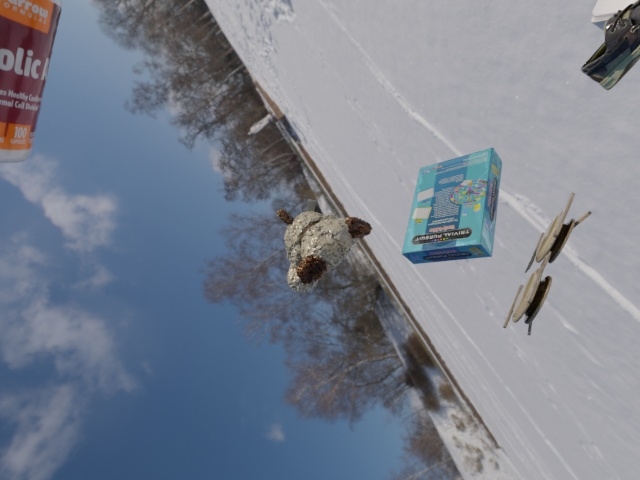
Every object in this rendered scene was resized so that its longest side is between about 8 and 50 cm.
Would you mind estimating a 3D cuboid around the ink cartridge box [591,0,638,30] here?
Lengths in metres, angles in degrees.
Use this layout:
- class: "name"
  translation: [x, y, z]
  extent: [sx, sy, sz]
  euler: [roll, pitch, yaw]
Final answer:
- class: "ink cartridge box"
  translation: [0.702, -0.479, 0.790]
  extent: [0.272, 0.199, 0.115]
  euler: [14, -167, -24]

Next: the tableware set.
- class: "tableware set"
  translation: [0.333, 0.042, 0.588]
  extent: [0.039, 0.194, 0.128]
  euler: [26, 158, 20]

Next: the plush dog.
- class: "plush dog"
  translation: [0.000, 0.000, 1.029]
  extent: [0.211, 0.262, 0.225]
  euler: [51, 164, -23]

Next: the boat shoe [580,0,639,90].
- class: "boat shoe"
  translation: [0.491, -0.332, 0.644]
  extent: [0.073, 0.080, 0.223]
  euler: [28, 169, 17]

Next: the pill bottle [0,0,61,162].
- class: "pill bottle"
  translation: [-0.557, -0.344, 0.641]
  extent: [0.223, 0.393, 0.224]
  euler: [19, -168, -4]

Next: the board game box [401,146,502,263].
- class: "board game box"
  translation: [0.405, -0.101, 1.240]
  extent: [0.079, 0.253, 0.336]
  euler: [36, -121, -35]
